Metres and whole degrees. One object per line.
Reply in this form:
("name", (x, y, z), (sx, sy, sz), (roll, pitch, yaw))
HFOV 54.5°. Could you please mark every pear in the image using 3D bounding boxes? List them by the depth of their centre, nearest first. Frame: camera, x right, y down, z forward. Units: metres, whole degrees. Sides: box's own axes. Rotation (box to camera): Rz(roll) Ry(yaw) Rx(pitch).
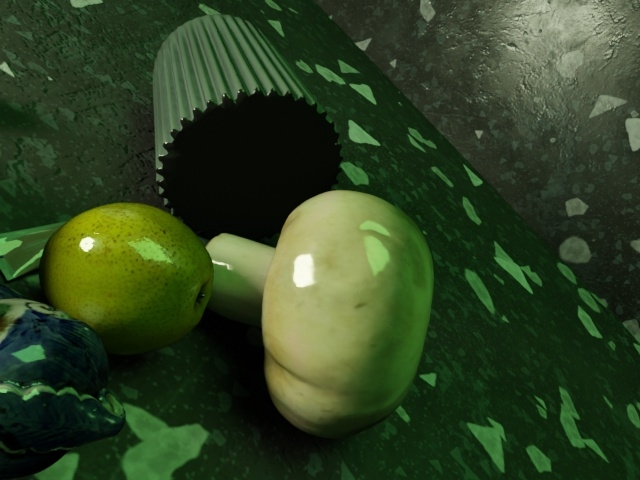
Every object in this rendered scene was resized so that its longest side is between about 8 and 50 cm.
("pear", (-0.228, 0.046, 0.734), (0.198, 0.198, 0.198), (30, 31, -21))

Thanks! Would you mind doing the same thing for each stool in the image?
("stool", (-0.148, -0.211, 1.082), (0.297, 0.297, 0.330), (20, 32, -34))

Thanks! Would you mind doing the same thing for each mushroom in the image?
("mushroom", (0.017, 0.069, 0.854), (0.353, 0.325, 0.353), (25, 41, -24))

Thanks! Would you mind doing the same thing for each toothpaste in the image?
("toothpaste", (-0.336, -0.001, 0.818), (0.067, 0.043, 0.195), (51, 36, 12))

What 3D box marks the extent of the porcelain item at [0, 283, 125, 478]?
("porcelain item", (-0.279, 0.114, 0.555), (0.288, 0.137, 0.186), (11, -14, 44))
